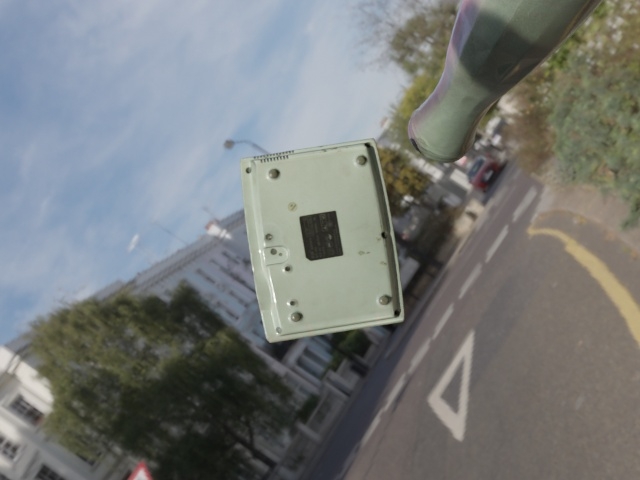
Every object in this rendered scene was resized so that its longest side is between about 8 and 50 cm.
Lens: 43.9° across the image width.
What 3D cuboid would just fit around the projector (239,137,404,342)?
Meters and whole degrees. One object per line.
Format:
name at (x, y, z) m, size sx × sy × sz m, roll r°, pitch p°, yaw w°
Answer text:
projector at (0.000, 0.000, 0.633) m, size 0.061 × 0.115 × 0.147 m, roll 85°, pitch 176°, yaw -87°

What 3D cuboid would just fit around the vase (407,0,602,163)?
vase at (0.125, -0.138, 0.581) m, size 0.086 × 0.086 × 0.214 m, roll -54°, pitch -5°, yaw -31°
